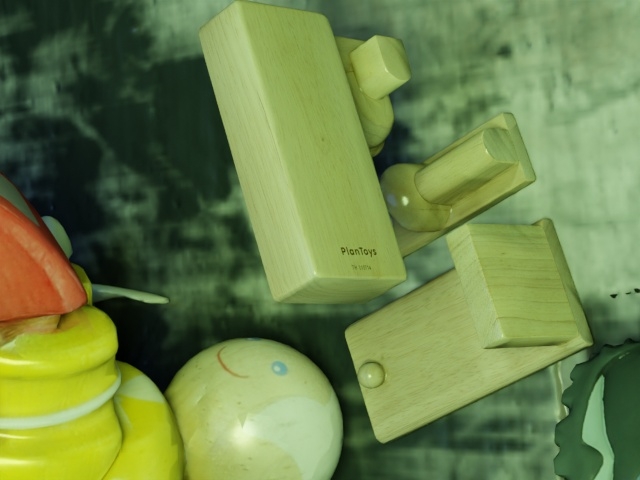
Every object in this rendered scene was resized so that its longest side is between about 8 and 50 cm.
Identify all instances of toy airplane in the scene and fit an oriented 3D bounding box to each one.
[{"bbox_3d":[-0.107,0.148,0.806,0.386,0.272,0.384,62,166,13],"label":"toy airplane"}]

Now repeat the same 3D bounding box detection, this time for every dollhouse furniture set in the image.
[{"bbox_3d":[0.000,0.000,0.743,0.123,0.151,0.144,-32,67,40],"label":"dollhouse furniture set"}]

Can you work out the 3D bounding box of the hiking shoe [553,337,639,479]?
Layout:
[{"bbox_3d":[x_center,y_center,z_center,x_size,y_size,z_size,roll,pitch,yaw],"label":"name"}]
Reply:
[{"bbox_3d":[0.176,0.170,0.629,0.132,0.113,0.304,-21,72,15],"label":"hiking shoe"}]
